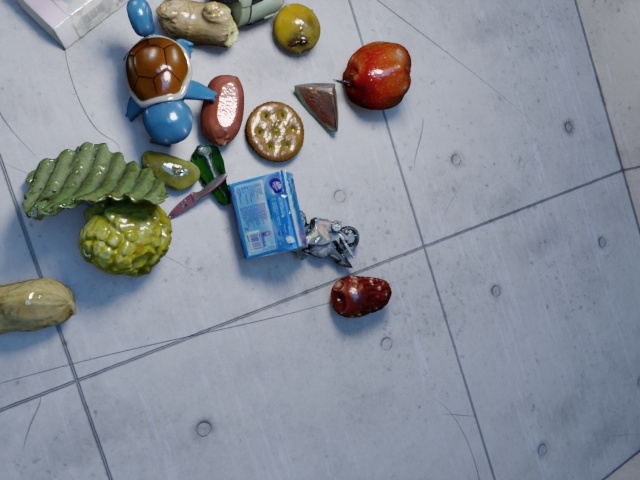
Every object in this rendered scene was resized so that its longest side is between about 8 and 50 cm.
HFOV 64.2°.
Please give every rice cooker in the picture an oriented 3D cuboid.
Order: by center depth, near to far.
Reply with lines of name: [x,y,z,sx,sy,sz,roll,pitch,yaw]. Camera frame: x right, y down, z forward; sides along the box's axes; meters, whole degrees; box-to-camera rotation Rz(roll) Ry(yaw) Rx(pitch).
rice cooker: [-0.252,-0.849,1.724,0.244,0.226,0.226,-31,98,-27]

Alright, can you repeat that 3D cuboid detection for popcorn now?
popcorn: [-0.567,-0.019,1.492,0.258,0.224,0.270,23,32,-23]

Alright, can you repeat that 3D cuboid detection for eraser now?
eraser: [-0.720,-0.799,1.573,0.213,0.082,0.397,44,69,-15]

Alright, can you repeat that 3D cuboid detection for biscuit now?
biscuit: [-0.161,-0.384,1.806,0.220,0.066,0.220,1,87,-22]

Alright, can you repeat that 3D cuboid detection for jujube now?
jujube: [0.150,0.200,1.851,0.230,0.155,0.155,0,85,-30]

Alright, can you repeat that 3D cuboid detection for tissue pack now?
tissue pack: [-0.171,-0.081,1.697,0.198,0.146,0.263,-13,89,15]

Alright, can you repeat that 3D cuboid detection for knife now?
knife: [-0.404,-0.145,1.658,0.247,0.018,0.035,-37,95,-4]

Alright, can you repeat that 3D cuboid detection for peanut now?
peanut: [-0.831,0.179,1.394,0.291,0.159,0.143,-4,61,-25]

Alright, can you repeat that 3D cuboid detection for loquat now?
loquat: [-0.083,-0.770,1.833,0.172,0.149,0.204,9,67,-23]

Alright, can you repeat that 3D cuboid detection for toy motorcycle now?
toy motorcycle: [0.000,0.000,1.829,0.307,0.108,0.173,17,87,-24]

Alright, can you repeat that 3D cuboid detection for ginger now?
ginger: [-0.394,-0.715,1.655,0.276,0.221,0.130,4,93,-33]

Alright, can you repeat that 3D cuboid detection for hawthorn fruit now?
hawthorn fruit: [0.185,-0.611,1.889,0.300,0.254,0.254,-6,88,-22]

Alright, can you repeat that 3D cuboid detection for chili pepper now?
chili pepper: [-0.350,-0.220,1.705,0.108,0.062,0.216,-26,98,-25]

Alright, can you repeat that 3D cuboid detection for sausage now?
sausage: [-0.325,-0.434,1.695,0.148,0.148,0.254,7,83,-24]

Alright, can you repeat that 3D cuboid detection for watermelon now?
watermelon: [0.002,-0.488,1.851,0.136,0.202,0.207,-20,92,14]

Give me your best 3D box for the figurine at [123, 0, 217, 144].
figurine: [-0.482,-0.507,1.561,0.298,0.243,0.416,-13,104,-9]

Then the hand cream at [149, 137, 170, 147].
hand cream: [-0.507,-0.412,1.663,0.067,0.043,0.209,9,86,-24]

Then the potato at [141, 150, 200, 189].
potato: [-0.482,-0.227,1.632,0.188,0.085,0.105,25,74,-16]

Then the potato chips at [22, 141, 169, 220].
potato chips: [-0.639,-0.167,1.439,0.373,0.389,0.097,-12,125,-27]
